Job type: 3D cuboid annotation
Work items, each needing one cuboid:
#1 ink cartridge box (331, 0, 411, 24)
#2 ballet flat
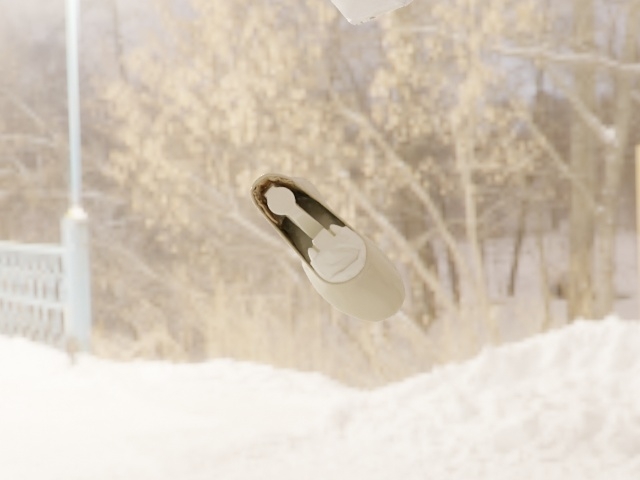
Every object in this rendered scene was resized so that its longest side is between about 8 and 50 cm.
[{"bbox_3d":[0.076,-0.331,1.033,0.273,0.197,0.114,-45,15,-15],"label":"ink cartridge box"},{"bbox_3d":[0.000,0.000,1.510,0.086,0.086,0.248,-4,34,-38],"label":"ballet flat"}]
